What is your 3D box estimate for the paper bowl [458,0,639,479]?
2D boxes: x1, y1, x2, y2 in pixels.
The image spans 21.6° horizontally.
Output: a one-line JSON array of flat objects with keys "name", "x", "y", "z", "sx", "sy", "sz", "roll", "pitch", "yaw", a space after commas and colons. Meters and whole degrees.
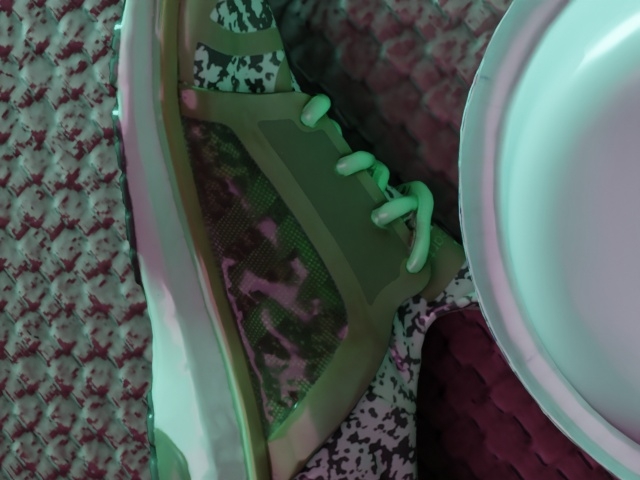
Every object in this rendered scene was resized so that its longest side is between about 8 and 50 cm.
[{"name": "paper bowl", "x": 0.191, "y": -0.014, "z": 0.679, "sx": 0.284, "sy": 0.148, "sz": 0.284, "roll": 7, "pitch": 105, "yaw": 26}]

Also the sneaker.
[{"name": "sneaker", "x": 0.000, "y": 0.000, "z": 0.822, "sx": 0.182, "sy": 0.158, "sz": 0.410, "roll": -6, "pitch": 100, "yaw": -2}]
